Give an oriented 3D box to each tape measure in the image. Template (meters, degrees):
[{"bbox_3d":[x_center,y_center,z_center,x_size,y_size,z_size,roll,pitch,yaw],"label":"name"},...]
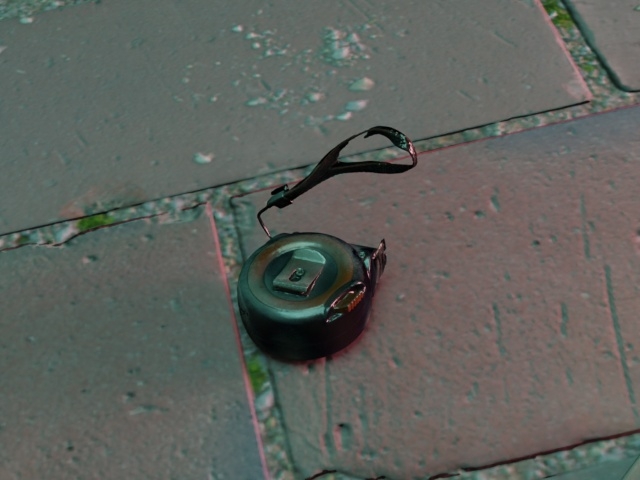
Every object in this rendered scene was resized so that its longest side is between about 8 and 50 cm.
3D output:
[{"bbox_3d":[-0.004,-0.002,0.938,0.104,0.179,0.107,20,48,6],"label":"tape measure"}]

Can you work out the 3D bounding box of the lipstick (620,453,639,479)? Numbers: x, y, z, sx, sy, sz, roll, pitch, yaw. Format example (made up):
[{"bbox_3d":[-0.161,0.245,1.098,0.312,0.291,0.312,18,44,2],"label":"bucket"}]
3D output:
[{"bbox_3d":[0.222,0.135,0.856,0.025,0.025,0.107,24,47,30],"label":"lipstick"}]
